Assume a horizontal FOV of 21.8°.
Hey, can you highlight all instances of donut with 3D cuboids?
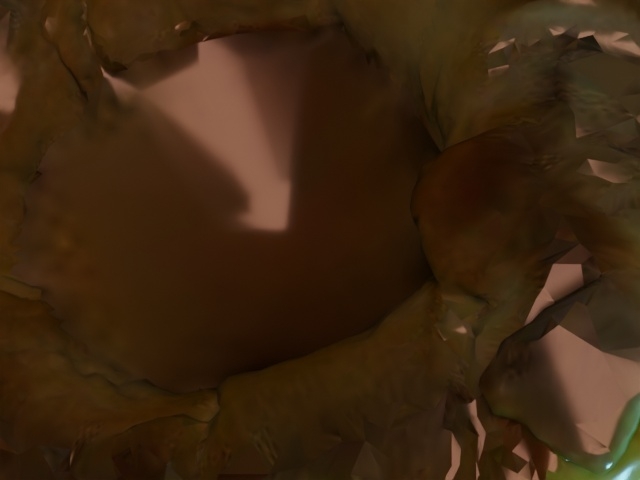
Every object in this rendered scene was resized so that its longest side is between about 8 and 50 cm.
[{"bbox_3d":[0.000,0.000,0.514,0.360,0.170,0.360,-7,64,14],"label":"donut"}]
